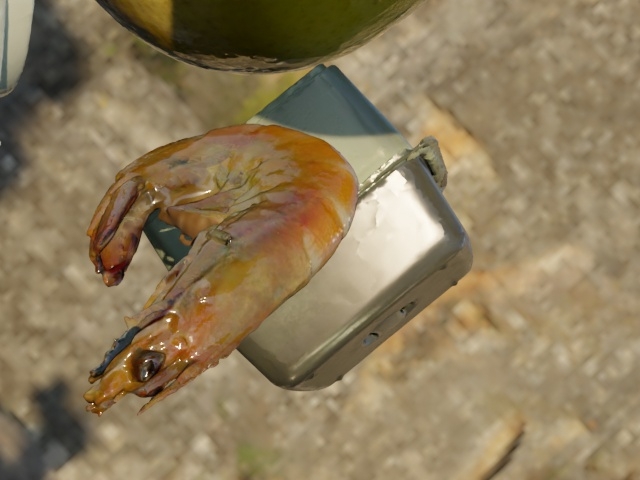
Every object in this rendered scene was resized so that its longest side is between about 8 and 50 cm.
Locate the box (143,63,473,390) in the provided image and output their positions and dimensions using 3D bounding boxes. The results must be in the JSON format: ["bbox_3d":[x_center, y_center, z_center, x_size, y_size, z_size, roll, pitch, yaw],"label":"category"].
[{"bbox_3d":[0.000,0.000,1.341,0.166,0.220,0.290,51,2,8],"label":"box"}]

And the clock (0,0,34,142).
[{"bbox_3d":[-0.149,-0.123,0.716,0.236,0.053,0.236,179,-90,-71],"label":"clock"}]

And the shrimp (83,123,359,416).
[{"bbox_3d":[-0.071,0.007,1.044,0.150,0.248,0.068,11,-50,19],"label":"shrimp"}]

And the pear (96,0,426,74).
[{"bbox_3d":[-0.040,-0.309,1.383,0.418,0.362,0.362,-4,-35,34],"label":"pear"}]
